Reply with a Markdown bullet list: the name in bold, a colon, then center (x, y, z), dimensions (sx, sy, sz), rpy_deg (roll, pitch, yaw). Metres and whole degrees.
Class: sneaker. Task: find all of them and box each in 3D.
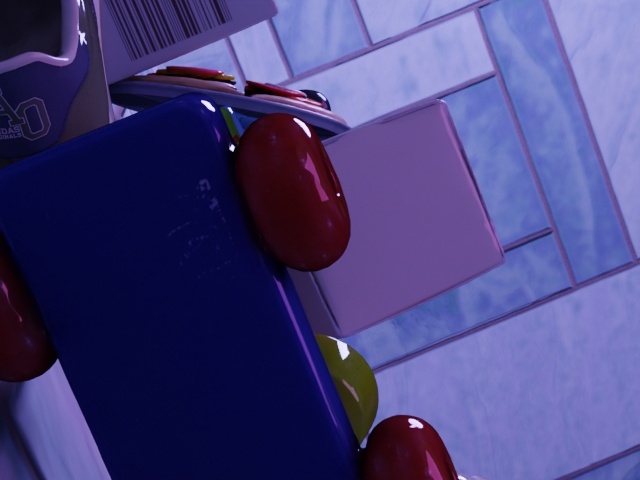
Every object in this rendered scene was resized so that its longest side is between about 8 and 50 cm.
- **sneaker**: center (-0.112, -0.099, 0.454), dimensions (0.086, 0.064, 0.192), rpy_deg (81, -9, -61)

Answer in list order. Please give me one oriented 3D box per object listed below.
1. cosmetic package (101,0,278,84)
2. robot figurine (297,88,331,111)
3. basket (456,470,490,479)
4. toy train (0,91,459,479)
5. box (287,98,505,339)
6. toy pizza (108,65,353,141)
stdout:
- **cosmetic package**: center (-0.136, -0.228, 1.007), dimensions (0.183, 0.151, 0.151), rpy_deg (-118, -174, -67)
- **robot figurine**: center (-0.044, -0.019, 1.239), dimensions (0.278, 0.173, 0.209), rpy_deg (-136, -156, -85)
- **basket**: center (0.124, 0.289, 0.865), dimensions (0.289, 0.201, 0.255), rpy_deg (17, -41, 46)
- **toy train**: center (-0.007, 0.075, 0.407), dimensions (0.143, 0.105, 0.248), rpy_deg (-65, 133, -77)
- **box**: center (0.000, 0.000, 0.974), dimensions (0.232, 0.149, 0.127), rpy_deg (-19, -86, 64)
- **toy pizza**: center (-0.072, -0.109, 1.032), dimensions (0.201, 0.201, 0.032), rpy_deg (121, -21, -88)
